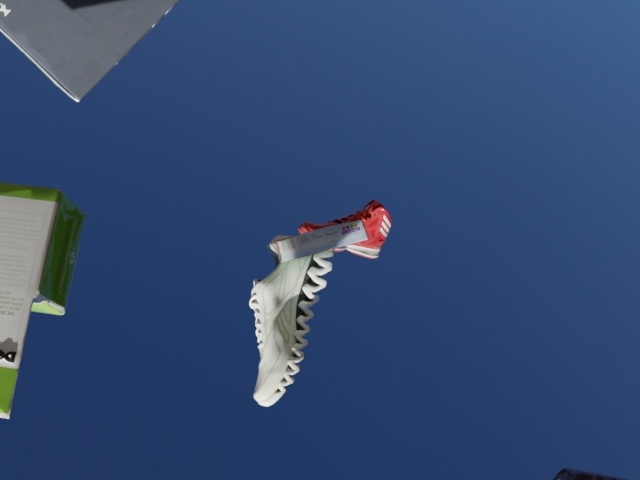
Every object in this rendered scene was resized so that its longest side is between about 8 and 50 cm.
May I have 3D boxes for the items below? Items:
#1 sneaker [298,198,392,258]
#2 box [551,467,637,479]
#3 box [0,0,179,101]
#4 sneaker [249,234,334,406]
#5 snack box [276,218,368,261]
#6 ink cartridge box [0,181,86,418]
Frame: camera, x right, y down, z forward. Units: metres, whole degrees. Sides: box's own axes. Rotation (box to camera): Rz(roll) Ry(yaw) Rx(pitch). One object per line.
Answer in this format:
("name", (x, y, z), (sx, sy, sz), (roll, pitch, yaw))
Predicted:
("sneaker", (0.061, -0.043, 1.943), (0.221, 0.128, 0.087), (11, -156, -41))
("box", (0.222, 0.287, 0.655), (0.167, 0.203, 0.168), (42, -101, 5))
("box", (-0.291, -0.412, 1.352), (0.179, 0.343, 0.312), (44, -168, -17))
("sneaker", (-0.072, 0.130, 1.508), (0.118, 0.110, 0.292), (19, -103, -12))
("snack box", (0.000, 0.000, 1.435), (0.141, 0.100, 0.037), (-14, -88, -3))
("ink cartridge box", (-0.394, 0.065, 1.021), (0.188, 0.097, 0.255), (7, -104, 6))
